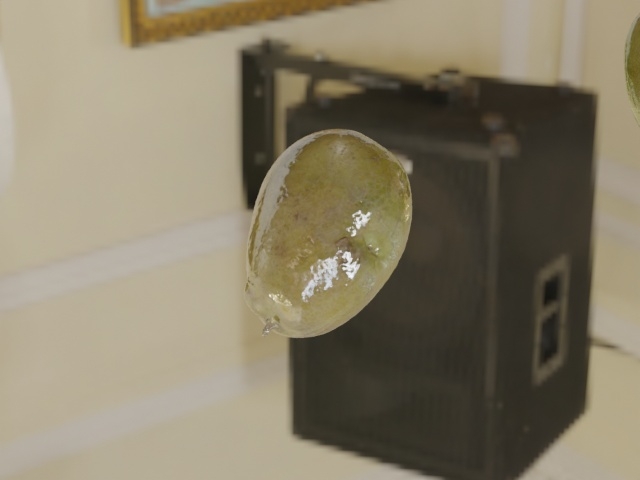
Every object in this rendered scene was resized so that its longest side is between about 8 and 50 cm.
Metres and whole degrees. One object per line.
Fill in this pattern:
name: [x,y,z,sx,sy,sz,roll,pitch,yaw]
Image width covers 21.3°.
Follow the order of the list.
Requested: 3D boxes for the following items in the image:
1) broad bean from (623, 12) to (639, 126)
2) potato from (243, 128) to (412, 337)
broad bean: [0.511,-0.211,2.348,0.189,0.121,0.263,-12,-110,-15]
potato: [0.000,0.000,1.904,0.159,0.251,0.174,34,169,-37]
